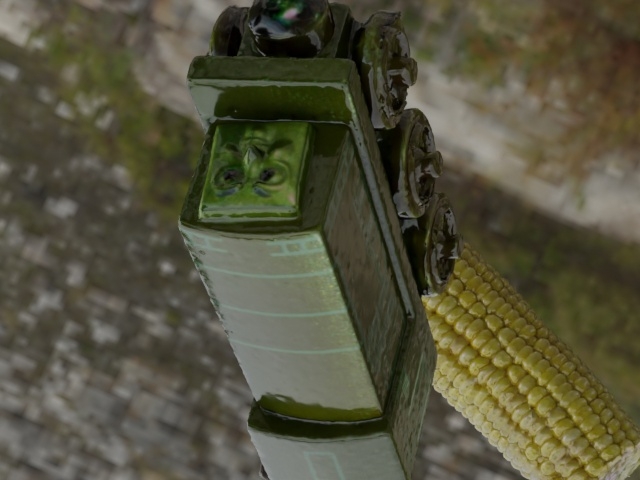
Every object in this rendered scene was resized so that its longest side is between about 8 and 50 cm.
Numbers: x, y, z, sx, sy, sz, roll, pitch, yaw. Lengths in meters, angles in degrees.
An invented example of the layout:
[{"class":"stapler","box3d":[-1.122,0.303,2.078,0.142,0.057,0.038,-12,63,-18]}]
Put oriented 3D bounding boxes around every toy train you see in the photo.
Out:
[{"class":"toy train","box3d":[0.000,0.000,0.789,0.090,0.137,0.225,3,144,18]}]

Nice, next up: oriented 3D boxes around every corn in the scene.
[{"class":"corn","box3d":[0.127,0.088,1.319,0.244,0.093,0.093,46,-179,13]}]
